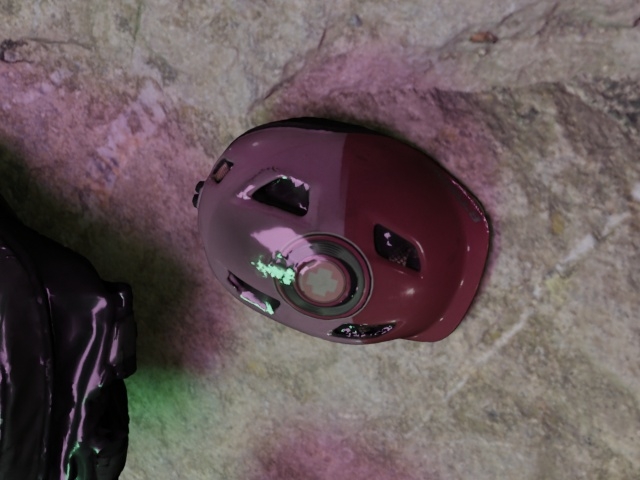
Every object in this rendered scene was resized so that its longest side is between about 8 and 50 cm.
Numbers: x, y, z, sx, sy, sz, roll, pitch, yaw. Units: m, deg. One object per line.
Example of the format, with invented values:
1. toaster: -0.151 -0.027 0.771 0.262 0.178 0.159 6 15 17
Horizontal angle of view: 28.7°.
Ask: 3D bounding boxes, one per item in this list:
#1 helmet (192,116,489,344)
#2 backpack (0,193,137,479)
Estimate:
1. helmet: 0.000 0.000 1.095 0.253 0.154 0.198 31 118 26
2. backpack: -0.359 0.103 1.289 0.446 0.255 0.363 26 116 39
